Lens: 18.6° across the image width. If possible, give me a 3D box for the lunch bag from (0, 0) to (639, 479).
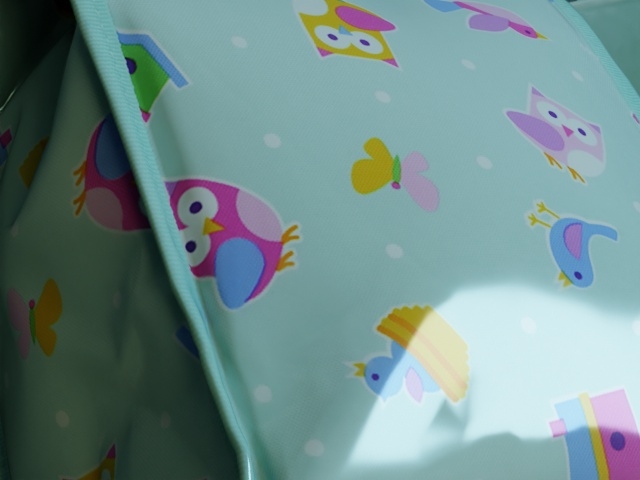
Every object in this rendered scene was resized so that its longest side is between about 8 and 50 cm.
[{"bbox_3d":[0.000,0.000,0.618,0.223,0.160,0.262,-1,55,-33],"label":"lunch bag"}]
